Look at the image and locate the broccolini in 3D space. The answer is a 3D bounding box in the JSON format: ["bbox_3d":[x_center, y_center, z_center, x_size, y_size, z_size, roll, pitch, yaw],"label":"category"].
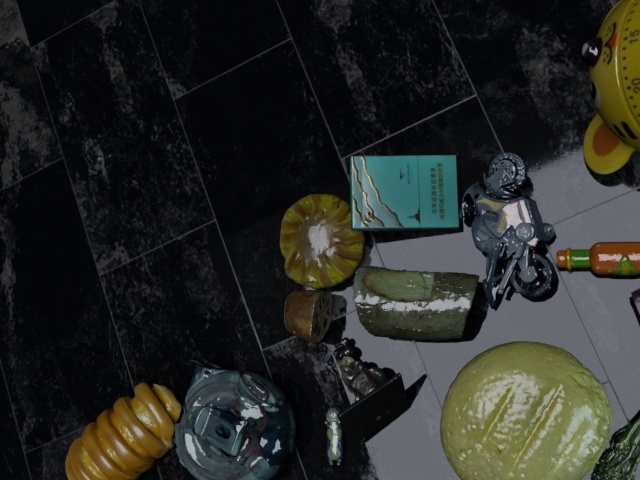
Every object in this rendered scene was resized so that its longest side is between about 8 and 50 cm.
[{"bbox_3d":[0.601,0.305,1.554,0.079,0.074,0.391,22,106,20],"label":"broccolini"}]

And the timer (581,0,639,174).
[{"bbox_3d":[0.647,-0.318,1.586,0.387,0.376,0.375,1,78,62],"label":"timer"}]

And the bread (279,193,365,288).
[{"bbox_3d":[0.000,0.000,1.845,0.214,0.105,0.213,-3,79,15],"label":"bread"}]

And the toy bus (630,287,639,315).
[{"bbox_3d":[0.691,0.197,1.591,0.112,0.090,0.273,-23,73,22],"label":"toy bus"}]

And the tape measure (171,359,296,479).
[{"bbox_3d":[-0.195,0.407,1.816,0.275,0.147,0.256,16,87,21],"label":"tape measure"}]

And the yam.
[{"bbox_3d":[0.197,0.133,1.736,0.255,0.154,0.153,3,82,14],"label":"yam"}]

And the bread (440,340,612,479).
[{"bbox_3d":[0.383,0.344,1.587,0.321,0.237,0.320,-2,83,20],"label":"bread"}]

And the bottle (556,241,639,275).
[{"bbox_3d":[0.568,0.036,1.670,0.187,0.069,0.069,-1,81,20],"label":"bottle"}]

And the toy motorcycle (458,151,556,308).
[{"bbox_3d":[0.376,-0.022,1.721,0.173,0.108,0.307,-18,78,34],"label":"toy motorcycle"}]

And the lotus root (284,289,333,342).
[{"bbox_3d":[-0.026,0.163,1.814,0.081,0.122,0.112,2,90,21],"label":"lotus root"}]

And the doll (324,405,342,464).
[{"bbox_3d":[0.030,0.420,1.802,0.037,0.027,0.125,-3,80,10],"label":"doll"}]

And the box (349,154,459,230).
[{"bbox_3d":[0.179,-0.102,1.799,0.229,0.041,0.161,-1,80,-1],"label":"box"}]

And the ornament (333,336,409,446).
[{"bbox_3d":[0.067,0.295,1.763,0.153,0.166,0.196,-30,52,-11],"label":"ornament"}]

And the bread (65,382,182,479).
[{"bbox_3d":[-0.448,0.456,1.905,0.311,0.121,0.173,-45,70,5],"label":"bread"}]
